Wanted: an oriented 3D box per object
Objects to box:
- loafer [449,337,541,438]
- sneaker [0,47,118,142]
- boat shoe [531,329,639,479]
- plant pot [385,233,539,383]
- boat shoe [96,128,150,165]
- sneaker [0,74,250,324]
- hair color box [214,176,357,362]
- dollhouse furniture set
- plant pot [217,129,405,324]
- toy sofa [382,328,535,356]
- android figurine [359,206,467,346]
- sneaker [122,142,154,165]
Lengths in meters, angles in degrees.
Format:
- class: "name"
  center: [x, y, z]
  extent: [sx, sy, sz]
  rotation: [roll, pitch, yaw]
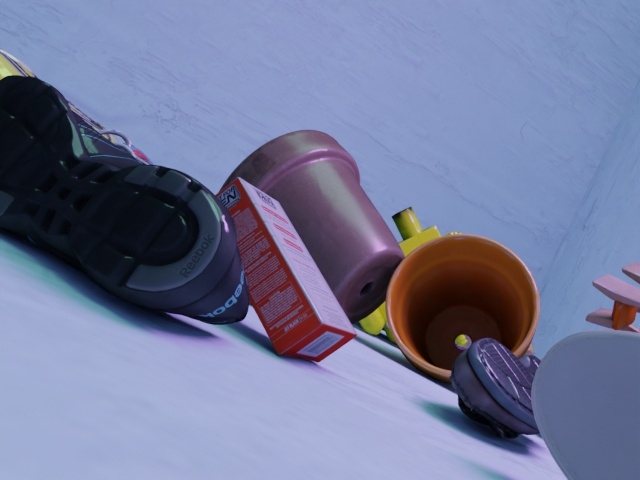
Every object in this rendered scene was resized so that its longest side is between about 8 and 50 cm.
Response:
- class: "loafer"
  center: [0.182, 0.163, 0.674]
  extent: [0.267, 0.084, 0.096]
  rotation: [23, 33, -56]
- class: "sneaker"
  center: [-0.373, -0.150, 0.897]
  extent: [0.147, 0.145, 0.384]
  rotation: [25, -1, 25]
- class: "boat shoe"
  center: [0.292, 0.182, 0.405]
  extent: [0.340, 0.127, 0.158]
  rotation: [34, -3, 36]
- class: "plant pot"
  center: [0.208, 0.122, 0.987]
  extent: [0.205, 0.205, 0.188]
  rotation: [25, -17, 24]
- class: "boat shoe"
  center: [-0.181, -0.038, 0.549]
  extent: [0.254, 0.095, 0.079]
  rotation: [36, -16, -17]
- class: "sneaker"
  center: [-0.154, -0.020, 0.447]
  extent: [0.267, 0.101, 0.106]
  rotation: [32, -12, 27]
- class: "hair color box"
  center: [-0.033, 0.024, 0.530]
  extent: [0.141, 0.043, 0.072]
  rotation: [59, 13, 26]
- class: "dollhouse furniture set"
  center: [0.412, 0.195, 0.918]
  extent: [0.259, 0.262, 0.135]
  rotation: [-15, 27, -35]
- class: "plant pot"
  center: [0.000, 0.000, 1.011]
  extent: [0.229, 0.263, 0.263]
  rotation: [45, 8, 32]
- class: "toy sofa"
  center: [0.226, 0.178, 1.357]
  extent: [0.362, 0.177, 0.150]
  rotation: [27, 23, -7]
- class: "android figurine"
  center: [0.172, 0.084, 1.221]
  extent: [0.273, 0.248, 0.056]
  rotation: [65, -12, 3]
- class: "sneaker"
  center: [-0.258, -0.056, 0.836]
  extent: [0.125, 0.104, 0.262]
  rotation: [40, 8, 14]
